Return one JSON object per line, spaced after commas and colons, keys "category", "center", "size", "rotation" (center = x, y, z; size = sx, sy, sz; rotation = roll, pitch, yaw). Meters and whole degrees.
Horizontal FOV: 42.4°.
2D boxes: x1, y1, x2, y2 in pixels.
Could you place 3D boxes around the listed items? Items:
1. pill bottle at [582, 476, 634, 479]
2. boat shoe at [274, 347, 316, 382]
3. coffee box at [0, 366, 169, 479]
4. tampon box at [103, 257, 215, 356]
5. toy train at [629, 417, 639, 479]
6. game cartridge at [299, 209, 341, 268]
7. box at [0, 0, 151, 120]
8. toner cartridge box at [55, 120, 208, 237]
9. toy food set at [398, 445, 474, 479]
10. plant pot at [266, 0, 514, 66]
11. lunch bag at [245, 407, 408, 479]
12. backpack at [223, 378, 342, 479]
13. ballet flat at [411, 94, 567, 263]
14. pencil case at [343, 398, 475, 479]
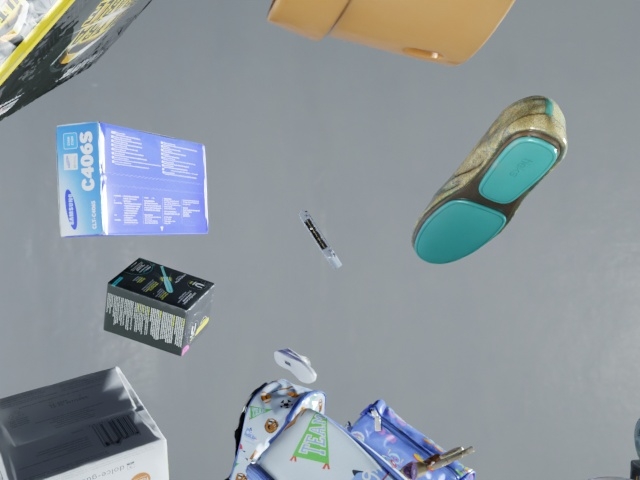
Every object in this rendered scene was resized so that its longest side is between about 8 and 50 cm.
{"category": "pill bottle", "center": [0.324, 0.402, 0.851], "size": [0.283, 0.160, 0.160], "rotation": [-94, 166, -49]}
{"category": "boat shoe", "center": [-0.035, 0.204, 1.370], "size": [0.035, 0.100, 0.035], "rotation": [-19, 116, -35]}
{"category": "coffee box", "center": [-0.567, 0.557, 1.933], "size": [0.337, 0.338, 0.334], "rotation": [-13, 118, -29]}
{"category": "tampon box", "center": [-0.293, 0.120, 1.507], "size": [0.120, 0.161, 0.101], "rotation": [-50, 155, -62]}
{"category": "toy train", "center": [0.502, 0.327, 1.012], "size": [0.334, 0.142, 0.190], "rotation": [-164, -107, -77]}
{"category": "game cartridge", "center": [0.000, 0.000, 1.145], "size": [0.083, 0.017, 0.056], "rotation": [57, 4, 25]}
{"category": "box", "center": [-0.157, -0.205, 0.582], "size": [0.079, 0.257, 0.322], "rotation": [43, 19, -13]}
{"category": "toner cartridge box", "center": [-0.290, -0.089, 1.333], "size": [0.348, 0.075, 0.165], "rotation": [-1, 87, -72]}
{"category": "toy food set", "center": [0.145, 0.301, 1.117], "size": [0.078, 0.122, 0.019], "rotation": [101, -35, -76]}
{"category": "plant pot", "center": [0.097, -0.312, 0.839], "size": [0.291, 0.203, 0.291], "rotation": [-61, -168, 23]}
{"category": "lunch bag", "center": [0.035, 0.279, 0.824], "size": [0.115, 0.243, 0.303], "rotation": [-48, 166, -15]}
{"category": "backpack", "center": [-0.075, 0.424, 1.692], "size": [0.276, 0.213, 0.263], "rotation": [-19, 114, -72]}
{"category": "ballet flat", "center": [0.247, -0.086, 1.221], "size": [0.348, 0.123, 0.123], "rotation": [125, -14, -52]}
{"category": "pencil case", "center": [0.205, 0.487, 1.889], "size": [0.119, 0.306, 0.133], "rotation": [-44, 154, -22]}
